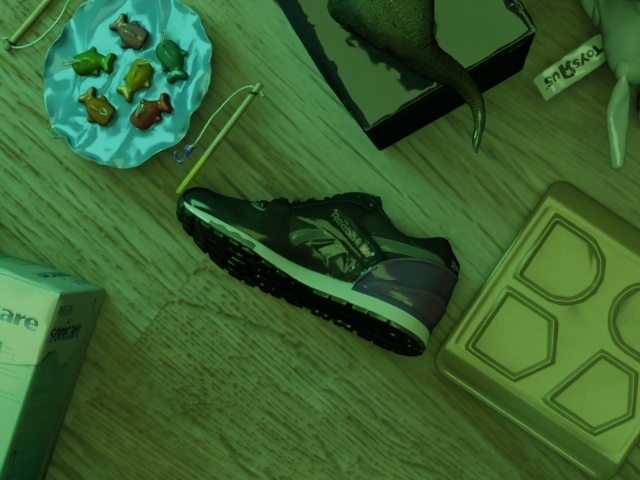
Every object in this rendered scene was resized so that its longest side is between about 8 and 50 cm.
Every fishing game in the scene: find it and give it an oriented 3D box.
[{"bbox_3d":[-0.198,-0.165,1.727,0.264,0.041,0.189,43,94,19],"label":"fishing game"}]

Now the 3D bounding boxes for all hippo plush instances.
[{"bbox_3d":[0.293,-0.276,1.584,0.294,0.236,0.234,-39,63,-2],"label":"hippo plush"}]

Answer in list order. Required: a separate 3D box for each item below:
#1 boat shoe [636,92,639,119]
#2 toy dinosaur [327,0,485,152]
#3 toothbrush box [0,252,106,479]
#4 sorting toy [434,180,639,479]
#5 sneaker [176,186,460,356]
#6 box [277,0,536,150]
[{"bbox_3d":[0.410,-0.181,1.694,0.233,0.084,0.079,-30,51,11],"label":"boat shoe"},{"bbox_3d":[0.040,-0.210,1.378,0.121,0.160,0.314,-15,88,4],"label":"toy dinosaur"},{"bbox_3d":[-0.325,0.166,1.676,0.126,0.216,0.296,19,92,5],"label":"toothbrush box"},{"bbox_3d":[0.296,0.115,1.713,0.307,0.041,0.229,34,88,4],"label":"sorting toy"},{"bbox_3d":[0.000,0.000,1.722,0.283,0.107,0.124,27,72,5],"label":"sneaker"},{"bbox_3d":[0.046,-0.253,1.605,0.182,0.296,0.294,-32,87,4],"label":"box"}]
